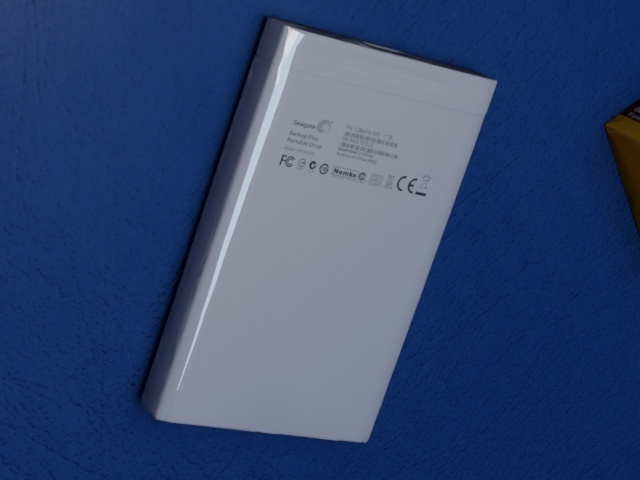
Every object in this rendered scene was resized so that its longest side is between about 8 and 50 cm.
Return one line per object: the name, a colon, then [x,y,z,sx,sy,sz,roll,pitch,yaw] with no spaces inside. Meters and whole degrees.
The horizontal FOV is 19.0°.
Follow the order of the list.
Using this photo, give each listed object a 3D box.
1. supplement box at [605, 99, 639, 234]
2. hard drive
supplement box: [0.409,-0.070,1.840,0.194,0.129,0.191,-34,125,-15]
hard drive: [0.000,0.000,1.663,0.233,0.047,0.353,10,104,-36]
